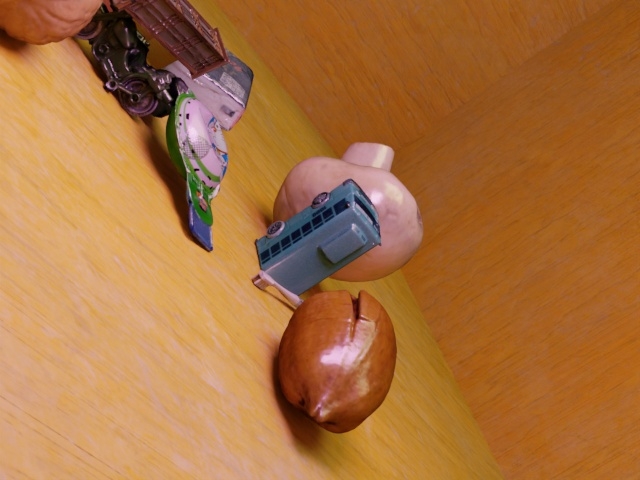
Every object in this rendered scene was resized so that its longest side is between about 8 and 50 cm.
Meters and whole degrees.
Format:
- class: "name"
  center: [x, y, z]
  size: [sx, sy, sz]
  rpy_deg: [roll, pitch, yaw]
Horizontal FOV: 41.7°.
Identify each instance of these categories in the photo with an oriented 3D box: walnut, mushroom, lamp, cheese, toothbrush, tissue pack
- class: "walnut"
  center: [-0.418, -0.408, 1.247]
  size: [0.225, 0.225, 0.261]
  rpy_deg: [49, 17, -34]
- class: "mushroom"
  center: [0.064, -0.077, 1.988]
  size: [0.325, 0.353, 0.353]
  rpy_deg: [8, 45, -48]
- class: "lamp"
  center: [-0.277, -0.410, 1.563]
  size: [0.325, 0.089, 0.090]
  rpy_deg: [36, 33, -69]
- class: "cheese"
  center: [-0.221, -0.136, 1.539]
  size: [0.204, 0.083, 0.320]
  rpy_deg: [58, 21, -59]
- class: "toothbrush"
  center: [-0.047, 0.135, 1.755]
  size: [0.342, 0.030, 0.025]
  rpy_deg: [41, 18, -55]
- class: "tissue pack"
  center: [-0.275, -0.400, 2.029]
  size: [0.228, 0.103, 0.315]
  rpy_deg: [36, 20, -16]
- class: "walnut"
  center: [0.025, 0.209, 1.414]
  size: [0.209, 0.209, 0.336]
  rpy_deg: [53, 23, -13]

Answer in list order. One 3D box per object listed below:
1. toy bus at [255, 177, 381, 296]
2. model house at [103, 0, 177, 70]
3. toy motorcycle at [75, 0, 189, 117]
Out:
- class: "toy bus"
  center: [0.000, 0.000, 1.773]
  size: [0.128, 0.256, 0.147]
  rpy_deg: [49, 15, -31]
- class: "model house"
  center: [-0.356, -0.550, 1.797]
  size: [0.323, 0.300, 0.340]
  rpy_deg: [61, 11, -21]
- class: "toy motorcycle"
  center: [-0.350, -0.345, 1.604]
  size: [0.275, 0.127, 0.205]
  rpy_deg: [57, 12, -9]
